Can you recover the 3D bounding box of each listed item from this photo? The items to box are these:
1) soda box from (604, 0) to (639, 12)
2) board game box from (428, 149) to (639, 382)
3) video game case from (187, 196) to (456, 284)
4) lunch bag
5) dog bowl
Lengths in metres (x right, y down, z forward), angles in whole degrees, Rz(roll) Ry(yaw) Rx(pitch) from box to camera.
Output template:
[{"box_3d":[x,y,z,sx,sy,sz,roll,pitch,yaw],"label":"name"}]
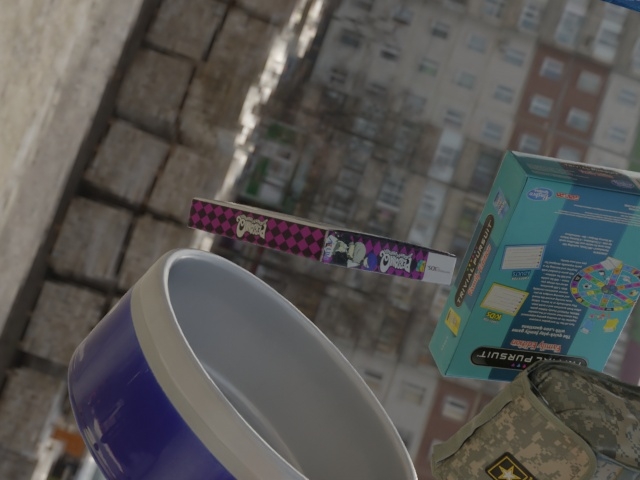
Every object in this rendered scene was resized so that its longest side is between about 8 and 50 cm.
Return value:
[{"box_3d":[0.253,-0.285,1.168,0.067,0.210,0.071,107,0,-61],"label":"soda box"},{"box_3d":[0.330,0.051,1.737,0.079,0.254,0.336,-112,-144,-55],"label":"board game box"},{"box_3d":[0.000,0.000,1.379,0.232,0.210,0.041,14,-88,45],"label":"video game case"},{"box_3d":[0.317,0.288,1.619,0.235,0.287,0.169,-52,-151,41],"label":"lunch bag"},{"box_3d":[-0.054,0.135,0.901,0.104,0.265,0.265,-44,-171,14],"label":"dog bowl"}]
